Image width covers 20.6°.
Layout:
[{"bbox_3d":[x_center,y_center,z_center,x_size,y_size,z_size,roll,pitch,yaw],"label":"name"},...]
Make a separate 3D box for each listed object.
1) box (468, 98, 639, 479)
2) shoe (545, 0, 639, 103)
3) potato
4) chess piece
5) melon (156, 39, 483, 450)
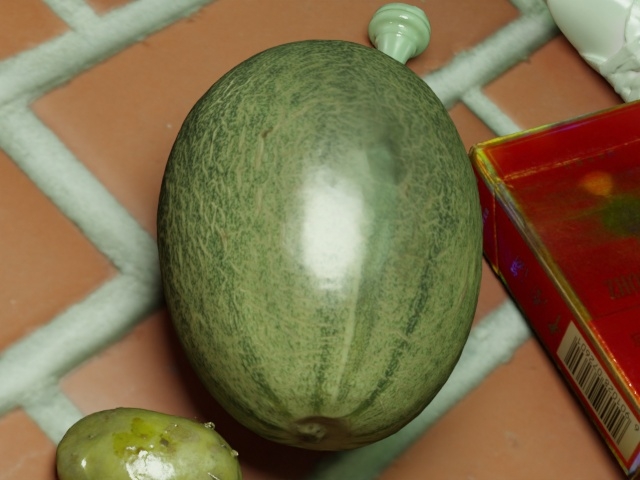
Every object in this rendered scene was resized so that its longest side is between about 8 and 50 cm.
[{"bbox_3d":[0.275,0.033,1.517,0.197,0.089,0.313,-17,59,-22],"label":"box"},{"bbox_3d":[0.348,-0.130,1.699,0.363,0.132,0.160,34,52,-5],"label":"shoe"},{"bbox_3d":[-0.119,0.165,1.259,0.138,0.070,0.091,18,48,-15],"label":"potato"},{"bbox_3d":[0.061,-0.147,1.607,0.059,0.059,0.149,22,53,-11],"label":"chess piece"},{"bbox_3d":[0.000,0.000,1.334,0.249,0.248,0.329,12,54,-19],"label":"melon"}]
